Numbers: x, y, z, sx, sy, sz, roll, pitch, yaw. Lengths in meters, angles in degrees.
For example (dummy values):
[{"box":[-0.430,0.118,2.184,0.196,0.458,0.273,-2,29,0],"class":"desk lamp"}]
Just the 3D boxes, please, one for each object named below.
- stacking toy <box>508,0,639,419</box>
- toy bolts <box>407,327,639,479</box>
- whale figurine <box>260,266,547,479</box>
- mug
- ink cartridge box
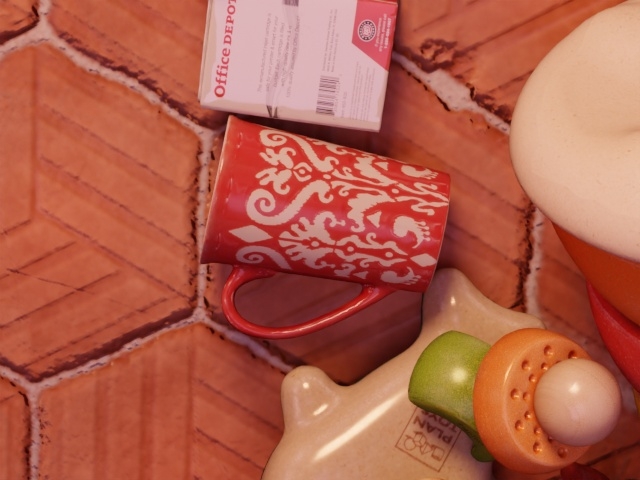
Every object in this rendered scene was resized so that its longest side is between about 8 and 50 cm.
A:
[{"box":[0.332,0.077,1.386,0.351,0.350,0.479,-8,123,7],"class":"stacking toy"},{"box":[0.164,0.195,1.378,0.228,0.158,0.218,39,70,-26],"class":"toy bolts"},{"box":[0.063,0.158,1.502,0.216,0.141,0.272,29,83,-5],"class":"whale figurine"},{"box":[0.001,-0.006,1.457,0.169,0.113,0.150,11,118,-3],"class":"mug"},{"box":[-0.015,-0.140,1.436,0.135,0.056,0.099,9,107,2],"class":"ink cartridge box"}]
